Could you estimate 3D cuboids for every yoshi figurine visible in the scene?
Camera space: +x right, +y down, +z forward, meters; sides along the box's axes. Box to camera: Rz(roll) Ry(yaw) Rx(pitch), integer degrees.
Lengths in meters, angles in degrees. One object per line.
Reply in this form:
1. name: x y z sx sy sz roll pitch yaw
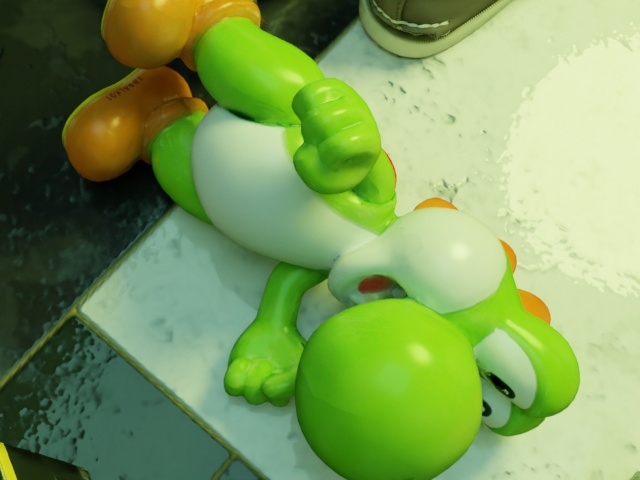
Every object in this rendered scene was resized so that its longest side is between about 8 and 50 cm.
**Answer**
1. yoshi figurine: -0.011 0.007 0.536 0.362 0.203 0.203 41 90 9

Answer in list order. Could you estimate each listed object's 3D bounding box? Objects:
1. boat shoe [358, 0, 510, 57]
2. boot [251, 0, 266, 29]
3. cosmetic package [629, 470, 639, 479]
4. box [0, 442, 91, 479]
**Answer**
1. boat shoe: 0.162 -0.271 0.679 0.324 0.097 0.116 -39 77 -14
2. boot: -0.072 -0.248 0.676 0.152 0.073 0.197 37 70 14
3. cosmetic package: 0.154 0.230 0.493 0.231 0.117 0.085 -40 78 -16
4. box: -0.195 0.288 0.377 0.322 0.079 0.257 -41 51 7
